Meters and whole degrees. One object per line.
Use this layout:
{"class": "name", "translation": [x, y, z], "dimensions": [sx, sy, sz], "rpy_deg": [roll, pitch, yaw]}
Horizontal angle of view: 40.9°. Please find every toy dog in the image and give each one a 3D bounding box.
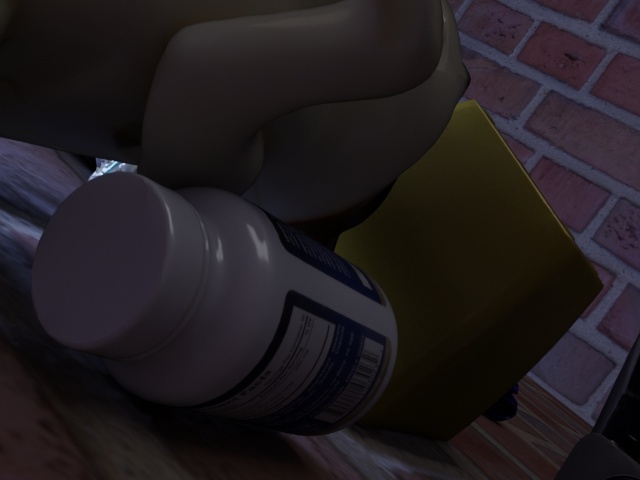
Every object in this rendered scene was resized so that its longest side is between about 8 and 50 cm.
{"class": "toy dog", "translation": [-0.095, -0.118, 0.457], "dimensions": [0.408, 0.396, 0.284], "rpy_deg": [22, 55, -42]}

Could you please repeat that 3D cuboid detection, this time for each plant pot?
{"class": "plant pot", "translation": [0.098, 0.015, 0.686], "dimensions": [0.212, 0.187, 0.212], "rpy_deg": [30, 29, -60]}

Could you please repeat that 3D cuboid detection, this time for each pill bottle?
{"class": "pill bottle", "translation": [-0.041, 0.031, 0.384], "dimensions": [0.094, 0.094, 0.169], "rpy_deg": [39, 4, 35]}

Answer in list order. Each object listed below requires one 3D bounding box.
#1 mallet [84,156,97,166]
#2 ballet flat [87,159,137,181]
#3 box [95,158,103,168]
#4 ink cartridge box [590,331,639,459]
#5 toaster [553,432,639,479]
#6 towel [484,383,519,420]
{"class": "mallet", "translation": [-0.154, -0.047, 0.867], "dimensions": [0.062, 0.039, 0.190], "rpy_deg": [42, 11, 33]}
{"class": "ballet flat", "translation": [-0.084, -0.012, 0.688], "dimensions": [0.091, 0.077, 0.241], "rpy_deg": [38, 3, 33]}
{"class": "box", "translation": [-0.120, -0.079, 0.828], "dimensions": [0.231, 0.056, 0.183], "rpy_deg": [32, 29, -48]}
{"class": "ink cartridge box", "translation": [0.248, 0.177, 0.557], "dimensions": [0.166, 0.065, 0.332], "rpy_deg": [21, -29, 19]}
{"class": "toaster", "translation": [0.184, 0.189, 0.362], "dimensions": [0.186, 0.110, 0.168], "rpy_deg": [35, 4, -27]}
{"class": "towel", "translation": [0.125, 0.107, 1.170], "dimensions": [0.228, 0.076, 0.308], "rpy_deg": [35, 4, -31]}
